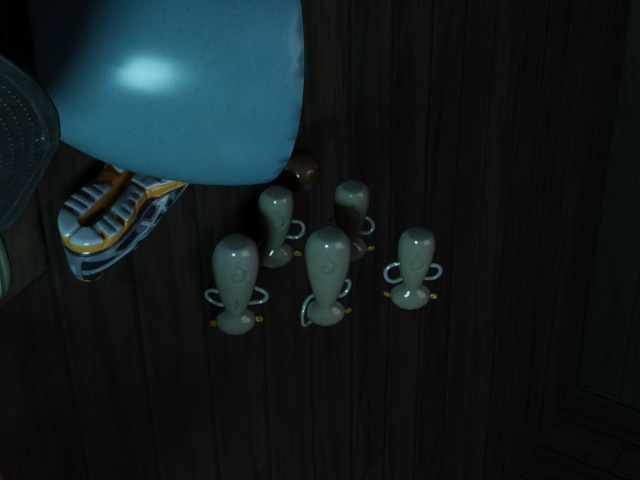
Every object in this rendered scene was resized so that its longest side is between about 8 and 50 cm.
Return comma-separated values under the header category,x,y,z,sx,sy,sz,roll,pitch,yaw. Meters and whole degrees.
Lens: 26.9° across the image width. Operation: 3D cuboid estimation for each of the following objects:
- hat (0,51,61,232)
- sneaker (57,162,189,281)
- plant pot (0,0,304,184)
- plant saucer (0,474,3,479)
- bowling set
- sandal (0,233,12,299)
category,x,y,z,sx,sy,sz,roll,pitch,yaw
hat,-0.339,-0.090,0.850,0.331,0.331,0.134,47,25,-63
sneaker,-0.190,-0.041,1.346,0.215,0.084,0.083,-44,158,-39
plant pot,-0.157,-0.177,1.120,0.195,0.290,0.290,-10,124,-21
plant saucer,-0.356,0.197,1.035,0.047,0.258,0.259,-31,169,24
bowling set,0.000,0.000,1.656,0.200,0.287,0.154,-95,-174,-45
sandal,-0.314,-0.041,1.035,0.086,0.120,0.303,-37,142,-29
